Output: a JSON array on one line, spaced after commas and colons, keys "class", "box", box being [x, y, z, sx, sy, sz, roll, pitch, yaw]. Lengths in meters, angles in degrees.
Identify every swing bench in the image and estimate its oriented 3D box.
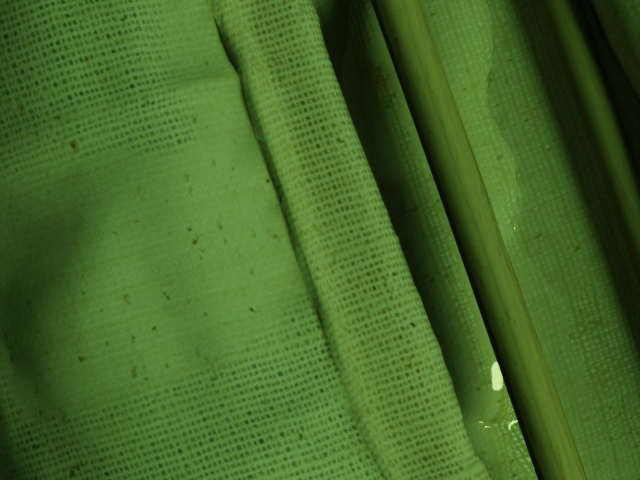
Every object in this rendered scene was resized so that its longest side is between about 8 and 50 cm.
[{"class": "swing bench", "box": [0.000, 0.000, 0.463, 0.254, 0.253, 0.165, -14, 174, -45]}]
